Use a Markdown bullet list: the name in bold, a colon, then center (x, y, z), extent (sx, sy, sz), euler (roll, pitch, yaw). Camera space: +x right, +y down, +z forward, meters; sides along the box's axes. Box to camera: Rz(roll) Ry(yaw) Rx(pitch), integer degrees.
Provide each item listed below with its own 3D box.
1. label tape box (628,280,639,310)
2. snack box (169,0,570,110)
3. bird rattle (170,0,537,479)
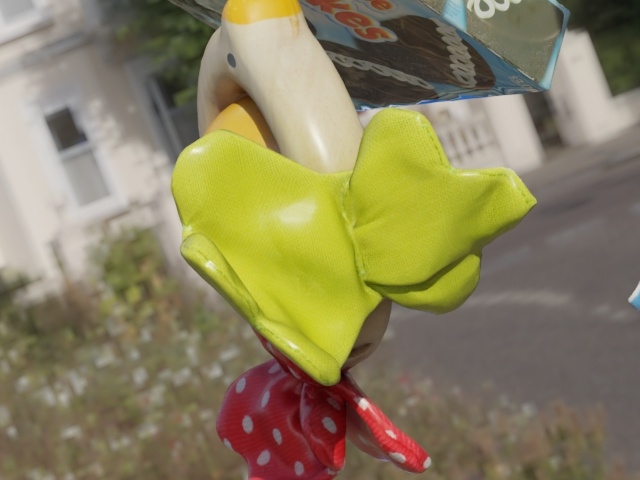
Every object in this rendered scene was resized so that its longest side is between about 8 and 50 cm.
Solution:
- **label tape box**: center (0.284, -0.032, 0.487), extent (0.348, 0.249, 0.115), euler (-54, 13, 23)
- **snack box**: center (-0.027, -0.173, 1.112), extent (0.322, 0.060, 0.187), euler (29, -20, -36)
- **bird rattle**: center (0.000, 0.000, 0.862), extent (0.143, 0.207, 0.253), euler (-17, -23, -9)
